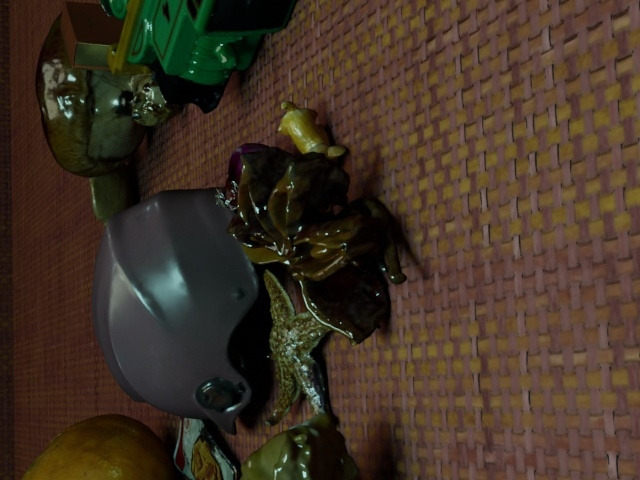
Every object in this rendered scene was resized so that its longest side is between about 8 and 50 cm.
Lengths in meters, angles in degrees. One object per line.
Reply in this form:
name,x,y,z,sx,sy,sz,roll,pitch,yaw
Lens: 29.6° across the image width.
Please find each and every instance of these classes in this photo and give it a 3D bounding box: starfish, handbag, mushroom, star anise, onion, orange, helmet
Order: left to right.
orange,-0.348,0.404,1.850,0.284,0.226,0.284,-51,9,12
mushroom,-0.342,-0.230,1.969,0.267,0.254,0.267,-58,-5,-9
handbag,-0.282,-0.300,1.802,0.127,0.190,0.063,-115,35,-47
helmet,-0.189,0.090,1.525,0.271,0.197,0.338,-108,23,-53
onion,-0.071,-0.058,1.408,0.115,0.104,0.115,166,90,-77
starfish,-0.027,0.115,1.361,0.238,0.057,0.213,130,128,-58
star anise,0.000,0.000,1.222,0.220,0.125,0.190,50,142,16

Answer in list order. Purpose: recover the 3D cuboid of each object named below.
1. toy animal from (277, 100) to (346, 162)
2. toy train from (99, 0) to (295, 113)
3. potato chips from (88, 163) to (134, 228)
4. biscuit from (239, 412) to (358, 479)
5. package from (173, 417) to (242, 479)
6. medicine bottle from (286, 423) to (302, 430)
toy animal,-0.010,-0.109,1.315,0.083,0.060,0.081,-114,-2,-52
toy train,-0.144,-0.320,1.514,0.249,0.178,0.429,63,147,28
potato chips,-0.362,-0.090,2.119,0.208,0.061,0.195,-178,73,-89
biscuit,0.013,0.366,1.106,0.366,0.115,0.268,61,138,34
package,-0.167,0.320,1.722,0.239,0.030,0.154,-130,43,-56
medicine bottle,0.009,0.292,1.261,0.208,0.053,0.090,-119,26,-42
